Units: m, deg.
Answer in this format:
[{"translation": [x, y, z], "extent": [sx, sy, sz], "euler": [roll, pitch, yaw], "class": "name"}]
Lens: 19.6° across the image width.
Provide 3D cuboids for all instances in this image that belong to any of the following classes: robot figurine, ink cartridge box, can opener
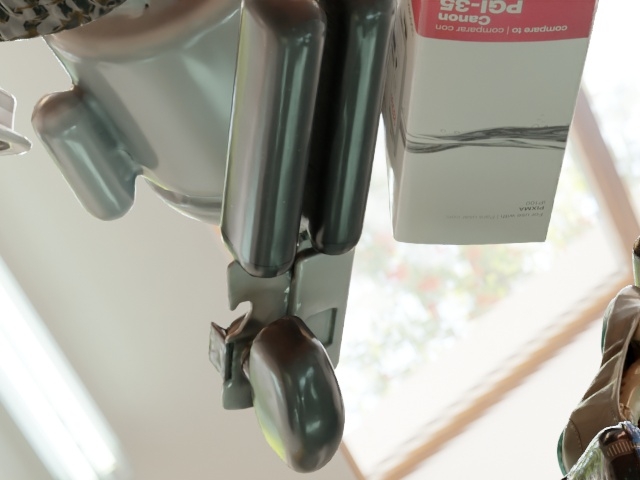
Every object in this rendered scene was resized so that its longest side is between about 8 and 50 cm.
[{"translation": [-0.079, -0.145, 1.368], "extent": [0.300, 0.353, 0.200], "euler": [-40, -131, -8], "class": "robot figurine"}, {"translation": [0.107, -0.157, 1.264], "extent": [0.117, 0.283, 0.207], "euler": [-1, -128, -4], "class": "ink cartridge box"}, {"translation": [0.000, 0.000, 0.899], "extent": [0.076, 0.283, 0.095], "euler": [-20, -129, -25], "class": "can opener"}]

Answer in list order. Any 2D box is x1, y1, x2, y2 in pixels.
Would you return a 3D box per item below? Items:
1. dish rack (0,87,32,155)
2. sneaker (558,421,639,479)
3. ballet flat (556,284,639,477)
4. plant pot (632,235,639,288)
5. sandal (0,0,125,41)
[{"translation": [-0.429, -0.132, 1.509], "extent": [0.333, 0.285, 0.072], "euler": [0, -100, 21], "class": "dish rack"}, {"translation": [0.114, 0.166, 0.966], "extent": [0.188, 0.078, 0.067], "euler": [-56, -148, 36], "class": "sneaker"}, {"translation": [0.212, 0.093, 1.204], "extent": [0.068, 0.072, 0.213], "euler": [-18, -159, 31], "class": "ballet flat"}, {"translation": [0.343, 0.028, 1.389], "extent": [0.188, 0.167, 0.187], "euler": [-50, -138, -4], "class": "plant pot"}, {"translation": [-0.085, -0.222, 0.636], "extent": [0.446, 0.168, 0.107], "euler": [-53, -167, 52], "class": "sandal"}]
